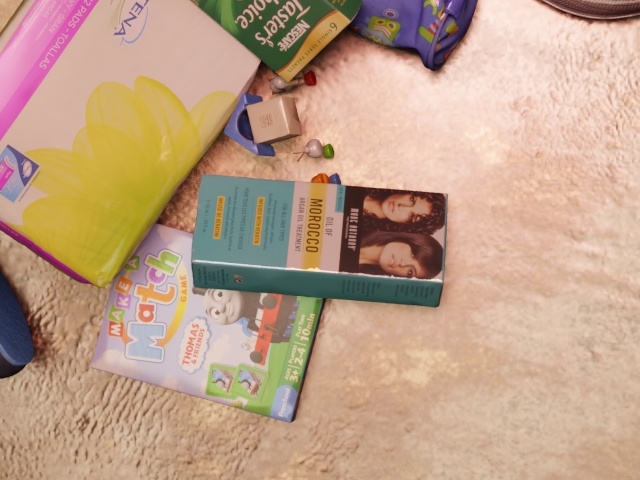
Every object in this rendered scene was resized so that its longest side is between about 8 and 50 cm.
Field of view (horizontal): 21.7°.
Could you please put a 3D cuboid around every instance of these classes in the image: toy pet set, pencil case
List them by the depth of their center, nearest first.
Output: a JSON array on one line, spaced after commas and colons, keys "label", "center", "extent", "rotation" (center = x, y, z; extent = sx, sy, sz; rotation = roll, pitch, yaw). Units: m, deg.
[{"label": "pencil case", "center": [0.006, -0.275, 1.625], "extent": [0.306, 0.133, 0.119], "rotation": [24, 86, 5]}, {"label": "toy pet set", "center": [-0.041, -0.104, 1.647], "extent": [0.065, 0.114, 0.122], "rotation": [-15, 86, 22]}]

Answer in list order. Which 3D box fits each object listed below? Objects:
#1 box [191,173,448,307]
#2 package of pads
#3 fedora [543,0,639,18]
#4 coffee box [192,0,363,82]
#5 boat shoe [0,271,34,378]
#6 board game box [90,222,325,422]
[{"label": "box", "center": [0.000, 0.000, 1.631], "extent": [0.244, 0.060, 0.100], "rotation": [4, 64, 1]}, {"label": "package of pads", "center": [-0.218, -0.126, 1.609], "extent": [0.229, 0.101, 0.296], "rotation": [35, 81, -15]}, {"label": "fedora", "center": [0.272, -0.345, 1.601], "extent": [0.275, 0.124, 0.244], "rotation": [40, 93, 5]}, {"label": "coffee box", "center": [-0.062, -0.244, 1.571], "extent": [0.184, 0.040, 0.113], "rotation": [41, 134, -12]}, {"label": "boat shoe", "center": [-0.382, 0.040, 1.691], "extent": [0.089, 0.109, 0.258], "rotation": [-39, 69, 11]}, {"label": "board game box", "center": [-0.109, 0.079, 1.680], "extent": [0.211, 0.039, 0.160], "rotation": [15, 91, 7]}]
